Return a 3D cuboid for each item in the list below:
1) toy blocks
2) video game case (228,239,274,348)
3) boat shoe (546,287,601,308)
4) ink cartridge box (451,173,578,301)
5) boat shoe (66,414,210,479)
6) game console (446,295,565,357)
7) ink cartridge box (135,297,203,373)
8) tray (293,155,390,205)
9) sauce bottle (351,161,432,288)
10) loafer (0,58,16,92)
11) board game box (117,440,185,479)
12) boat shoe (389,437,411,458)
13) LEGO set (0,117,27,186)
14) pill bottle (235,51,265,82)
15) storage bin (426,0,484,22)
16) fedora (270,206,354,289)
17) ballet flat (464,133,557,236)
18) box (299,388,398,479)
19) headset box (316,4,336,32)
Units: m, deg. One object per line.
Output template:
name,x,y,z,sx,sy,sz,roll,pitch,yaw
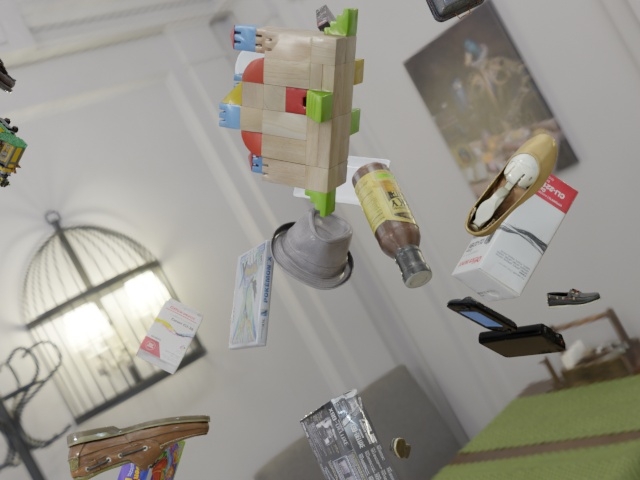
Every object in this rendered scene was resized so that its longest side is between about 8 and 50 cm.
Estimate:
toy blocks,-0.076,-0.261,1.422,0.261,0.381,0.191,12,23,22
video game case,-0.208,0.171,2.183,0.036,0.300,0.329,9,-13,-20
boat shoe,0.633,0.143,1.833,0.133,0.042,0.049,-10,5,33
ink cartridge box,0.431,-0.010,1.646,0.273,0.114,0.197,-58,3,-10
boat shoe,-0.387,0.450,1.588,0.307,0.104,0.111,-7,-19,-14
game console,0.481,0.237,1.990,0.213,0.361,0.044,-20,49,50
ink cartridge box,-0.397,0.243,1.972,0.067,0.115,0.198,-55,10,53
tray,0.062,-0.172,2.088,0.270,0.145,0.030,9,-14,25
sauce bottle,0.179,-0.039,1.794,0.111,0.344,0.111,-15,-34,-10
loafer,-0.818,-0.455,1.718,0.095,0.109,0.302,-60,-27,-7
board game box,-0.481,0.688,1.963,0.078,0.347,0.233,12,-19,11
boat shoe,0.223,0.604,2.126,0.049,0.056,0.152,6,-24,23
LEGO set,-0.804,-0.183,1.518,0.192,0.255,0.331,-57,-19,15
pill bottle,-0.156,-0.428,1.882,0.117,0.118,0.208,-29,-2,1
storage bin,0.326,-0.578,1.718,0.135,0.098,0.091,-25,2,2
fedora,0.000,0.000,1.973,0.124,0.243,0.275,-61,-8,28
ballet flat,0.349,-0.094,1.346,0.073,0.080,0.232,-13,-39,-58
box,0.076,0.527,1.726,0.076,0.307,0.242,-17,-18,-27
headset box,0.019,-0.523,1.782,0.032,0.062,0.083,-24,46,23
